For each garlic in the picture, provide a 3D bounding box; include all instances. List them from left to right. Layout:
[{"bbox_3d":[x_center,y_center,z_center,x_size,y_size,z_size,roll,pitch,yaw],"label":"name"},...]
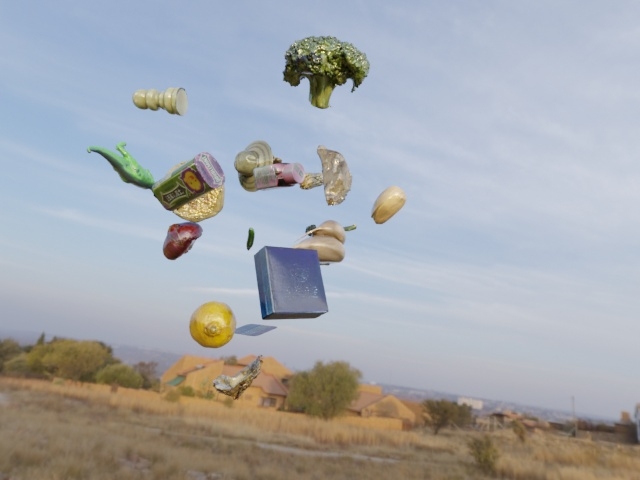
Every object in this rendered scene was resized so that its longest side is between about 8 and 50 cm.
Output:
[{"bbox_3d":[0.000,0.000,2.146,0.245,0.232,0.339,-4,-15,38],"label":"garlic"}]

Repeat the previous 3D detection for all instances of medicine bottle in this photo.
[{"bbox_3d":[-0.158,-0.251,1.688,0.187,0.095,0.119,-3,5,36],"label":"medicine bottle"}]

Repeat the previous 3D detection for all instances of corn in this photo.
[{"bbox_3d":[-0.032,-0.313,2.263,0.087,0.087,0.210,-8,5,42],"label":"corn"}]

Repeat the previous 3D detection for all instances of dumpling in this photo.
[{"bbox_3d":[0.083,-0.317,2.012,0.165,0.333,0.086,-2,-24,-16],"label":"dumpling"}]

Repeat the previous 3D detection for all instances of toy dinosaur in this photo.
[{"bbox_3d":[-0.904,-0.287,2.073,0.375,0.143,0.500,51,5,-13],"label":"toy dinosaur"}]

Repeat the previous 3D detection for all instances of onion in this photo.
[{"bbox_3d":[-0.739,-0.004,2.302,0.161,0.248,0.248,48,-18,7],"label":"onion"}]

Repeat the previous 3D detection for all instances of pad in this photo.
[{"bbox_3d":[-0.414,0.457,2.231,0.249,0.055,0.323,-4,-13,41],"label":"pad"}]

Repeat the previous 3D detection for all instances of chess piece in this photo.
[{"bbox_3d":[-0.760,-0.659,2.025,0.242,0.133,0.133,6,-18,6],"label":"chess piece"}]

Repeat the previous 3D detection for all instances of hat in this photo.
[{"bbox_3d":[-0.339,-0.354,1.996,0.251,0.252,0.109,-7,-11,39],"label":"hat"}]

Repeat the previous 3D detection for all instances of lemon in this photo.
[{"bbox_3d":[-0.431,0.337,1.731,0.188,0.189,0.256,15,-6,-19],"label":"lemon"}]

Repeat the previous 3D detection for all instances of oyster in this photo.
[{"bbox_3d":[-0.289,0.517,1.622,0.204,0.111,0.396,-29,-9,-16],"label":"oyster"}]

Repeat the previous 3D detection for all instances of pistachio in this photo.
[{"bbox_3d":[0.300,-0.164,1.967,0.200,0.117,0.145,-43,-26,29],"label":"pistachio"}]

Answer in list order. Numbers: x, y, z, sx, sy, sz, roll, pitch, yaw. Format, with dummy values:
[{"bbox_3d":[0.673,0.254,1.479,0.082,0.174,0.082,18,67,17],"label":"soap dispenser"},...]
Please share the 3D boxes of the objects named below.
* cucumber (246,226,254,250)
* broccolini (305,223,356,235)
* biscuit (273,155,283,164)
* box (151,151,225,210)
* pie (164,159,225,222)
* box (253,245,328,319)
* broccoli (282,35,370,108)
[{"bbox_3d":[-0.351,-0.001,2.172,0.037,0.037,0.155,11,-52,-7],"label":"cucumber"},{"bbox_3d":[0.073,-0.079,2.602,0.391,0.079,0.074,-12,-35,-41],"label":"broccolini"},{"bbox_3d":[-0.309,-0.489,2.621,0.225,0.036,0.165,31,-22,-36],"label":"biscuit"},{"bbox_3d":[-0.496,-0.211,1.604,0.345,0.097,0.134,-16,-67,44],"label":"box"},{"bbox_3d":[-0.656,-0.256,2.237,0.338,0.340,0.077,10,-9,-5],"label":"pie"},{"bbox_3d":[-0.120,0.174,1.765,0.261,0.279,0.116,6,-26,-36],"label":"box"},{"bbox_3d":[0.011,-0.767,1.906,0.338,0.277,0.317,26,-64,-38],"label":"broccoli"}]
